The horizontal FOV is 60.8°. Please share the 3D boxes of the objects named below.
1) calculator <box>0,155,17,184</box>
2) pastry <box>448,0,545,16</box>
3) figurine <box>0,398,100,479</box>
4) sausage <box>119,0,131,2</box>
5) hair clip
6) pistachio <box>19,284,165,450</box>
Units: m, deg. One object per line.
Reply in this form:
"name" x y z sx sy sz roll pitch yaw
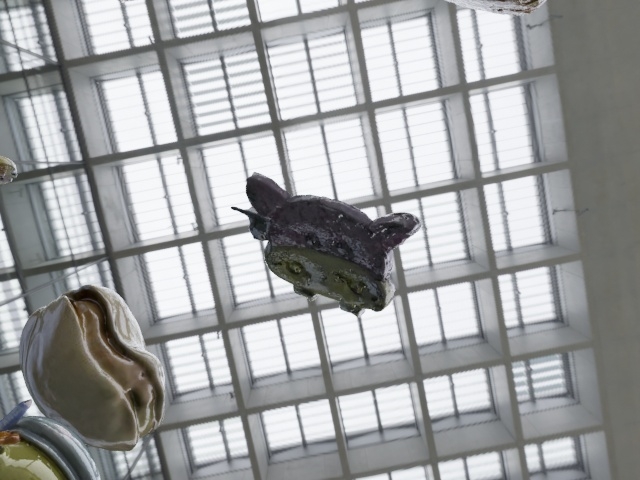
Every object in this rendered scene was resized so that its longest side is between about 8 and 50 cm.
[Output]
"calculator" -0.717 -0.158 1.131 0.157 0.236 0.033 10 -99 -32
"pastry" 0.167 -0.280 0.552 0.153 0.153 0.081 18 -85 -3
"figurine" -0.431 0.410 0.760 0.205 0.382 0.225 -3 -75 -8
"sausage" -0.128 -0.228 0.291 0.076 0.076 0.198 -24 -87 2
"hair clip" -0.005 0.005 0.517 0.187 0.056 0.146 26 -40 24
"pistachio" -0.519 0.281 1.255 0.445 0.281 0.365 30 -53 34
